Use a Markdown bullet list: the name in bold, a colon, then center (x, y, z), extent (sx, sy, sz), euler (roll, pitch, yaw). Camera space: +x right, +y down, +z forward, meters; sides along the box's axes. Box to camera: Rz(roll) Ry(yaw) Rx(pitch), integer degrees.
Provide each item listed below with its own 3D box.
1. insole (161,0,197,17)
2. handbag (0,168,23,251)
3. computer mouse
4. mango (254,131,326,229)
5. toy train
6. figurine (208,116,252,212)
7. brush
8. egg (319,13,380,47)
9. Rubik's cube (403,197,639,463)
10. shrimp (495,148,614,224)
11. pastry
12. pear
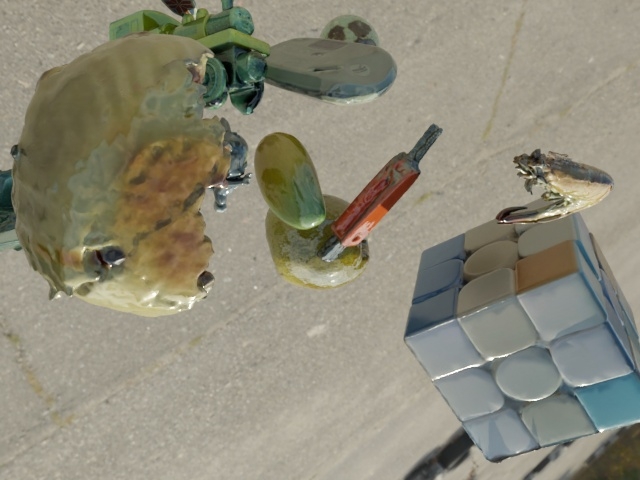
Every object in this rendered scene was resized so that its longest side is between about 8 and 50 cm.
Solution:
- **insole**: center (-0.278, -0.466, 1.219), extent (0.193, 0.065, 0.006), euler (58, 37, -71)
- **handbag**: center (-0.443, -0.047, 1.120), extent (0.239, 0.089, 0.327), euler (-24, 176, 32)
- **computer mouse**: center (0.004, -0.329, 1.312), extent (0.197, 0.331, 0.094), euler (-27, 126, -29)
- **mango**: center (-0.054, -0.104, 1.182), extent (0.092, 0.194, 0.130), euler (-13, 147, -39)
- **toy train**: center (-0.248, -0.341, 1.265), extent (0.150, 0.369, 0.237), euler (2, 85, -54)
- **figurine**: center (-0.280, -0.218, 1.957), extent (0.140, 0.193, 0.265), euler (21, 129, -19)
- **brush**: center (0.107, -0.076, 1.183), extent (0.323, 0.051, 0.070), euler (-51, 151, 21)
- **egg**: center (0.077, -0.508, 1.786), extent (0.169, 0.231, 0.169), euler (-3, 139, -3)
- **Rubik's cube**: center (0.407, 0.164, 1.313), extent (0.347, 0.346, 0.344), euler (-25, -160, 25)
- **shrimp**: center (0.225, -0.051, 0.698), extent (0.178, 0.034, 0.124), euler (7, 153, -40)
- **pastry**: center (-0.197, -0.069, 0.610), extent (0.171, 0.237, 0.255), euler (-2, 118, -35)
- **pear**: center (0.000, 0.000, 1.368), extent (0.212, 0.188, 0.228), euler (-6, 148, 4)
